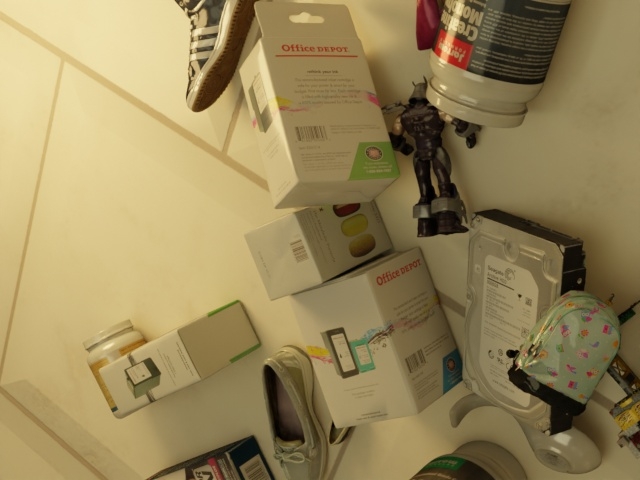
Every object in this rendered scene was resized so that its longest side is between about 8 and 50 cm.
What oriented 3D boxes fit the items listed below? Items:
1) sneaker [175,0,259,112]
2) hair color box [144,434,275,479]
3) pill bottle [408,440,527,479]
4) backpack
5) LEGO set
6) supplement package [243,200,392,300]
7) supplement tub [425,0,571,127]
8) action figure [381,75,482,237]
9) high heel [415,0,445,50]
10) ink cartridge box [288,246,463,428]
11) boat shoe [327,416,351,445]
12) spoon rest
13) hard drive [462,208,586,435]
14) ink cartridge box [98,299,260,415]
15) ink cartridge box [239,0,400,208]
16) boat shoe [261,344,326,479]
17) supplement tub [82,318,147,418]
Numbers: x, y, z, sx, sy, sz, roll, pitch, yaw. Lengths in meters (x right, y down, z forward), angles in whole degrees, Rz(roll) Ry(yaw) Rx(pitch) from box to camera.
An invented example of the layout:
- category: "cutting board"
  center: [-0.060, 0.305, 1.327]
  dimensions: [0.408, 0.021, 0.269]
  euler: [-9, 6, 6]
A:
- category: "sneaker"
  center: [-0.237, -0.407, 2.004]
  dimensions: [0.153, 0.099, 0.282]
  euler: [33, 114, 17]
- category: "hair color box"
  center: [-0.261, 0.587, 2.324]
  dimensions: [0.347, 0.105, 0.174]
  euler: [-28, 87, 38]
- category: "pill bottle"
  center: [0.223, 0.508, 1.795]
  dimensions: [0.204, 0.361, 0.204]
  euler: [11, 110, 32]
- category: "backpack"
  center: [0.392, 0.170, 1.563]
  dimensions: [0.152, 0.115, 0.182]
  euler: [27, 104, -4]
- category: "LEGO set"
  center: [0.540, 0.183, 1.579]
  dimensions: [0.331, 0.192, 0.255]
  euler: [-37, 82, 37]
- category: "supplement package"
  center: [0.000, 0.000, 1.871]
  dimensions: [0.134, 0.244, 0.139]
  euler: [-21, 92, 38]
- category: "supplement tub"
  center: [0.284, -0.336, 1.602]
  dimensions: [0.191, 0.191, 0.272]
  euler: [28, 118, 26]
- category: "action figure"
  center: [0.196, -0.150, 1.786]
  dimensions: [0.185, 0.099, 0.285]
  euler: [-4, 94, 43]
- category: "high heel"
  center: [0.160, -0.452, 1.726]
  dimensions: [0.117, 0.082, 0.244]
  euler: [-29, 99, 28]
- category: "ink cartridge box"
  center: [0.108, 0.179, 1.880]
  dimensions: [0.197, 0.198, 0.270]
  euler: [-19, 92, 38]
- category: "boat shoe"
  center: [0.046, 0.363, 2.077]
  dimensions: [0.049, 0.043, 0.137]
  euler: [29, 118, 27]
- category: "spoon rest"
  center: [0.374, 0.340, 1.811]
  dimensions: [0.276, 0.084, 0.137]
  euler: [18, 146, 26]
- category: "hard drive"
  center: [0.343, 0.136, 1.730]
  dimensions: [0.237, 0.064, 0.339]
  euler: [27, 121, 54]
- category: "ink cartridge box"
  center: [-0.308, 0.255, 2.190]
  dimensions: [0.289, 0.211, 0.122]
  euler: [-27, 89, 39]
- category: "ink cartridge box"
  center: [-0.014, -0.244, 1.788]
  dimensions: [0.119, 0.207, 0.353]
  euler: [-42, 57, 56]
- category: "boat shoe"
  center: [-0.066, 0.385, 2.124]
  dimensions: [0.118, 0.103, 0.320]
  euler: [4, 106, 34]
- category: "supplement tub"
  center: [-0.456, 0.300, 2.348]
  dimensions: [0.144, 0.144, 0.200]
  euler: [-30, 86, 37]
